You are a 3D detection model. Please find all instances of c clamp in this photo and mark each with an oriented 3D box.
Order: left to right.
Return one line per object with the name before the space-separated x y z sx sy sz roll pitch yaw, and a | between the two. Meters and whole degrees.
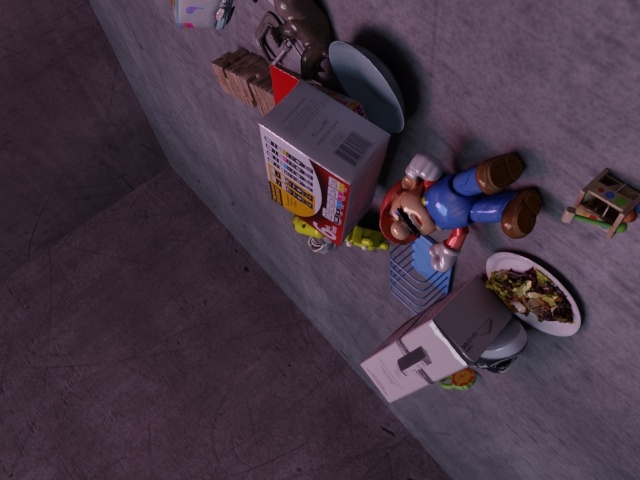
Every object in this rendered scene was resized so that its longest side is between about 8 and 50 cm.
c clamp | -0.099 -0.430 1.115 0.137 0.022 0.161 60 160 -15

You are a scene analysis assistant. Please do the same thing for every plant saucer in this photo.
plant saucer | 0.092 -0.276 0.881 0.195 0.037 0.195 49 174 6

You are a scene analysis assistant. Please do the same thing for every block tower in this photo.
block tower | -0.137 -0.375 1.224 0.335 0.091 0.097 38 160 37

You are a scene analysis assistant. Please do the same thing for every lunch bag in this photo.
lunch bag | -0.193 -0.512 0.841 0.224 0.108 0.279 164 105 -69

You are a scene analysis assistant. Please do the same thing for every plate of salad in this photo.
plate of salad | 0.383 0.106 0.928 0.200 0.048 0.200 46 163 19

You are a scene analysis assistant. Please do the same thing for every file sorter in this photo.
file sorter | 0.231 0.079 1.176 0.118 0.104 0.170 42 160 29

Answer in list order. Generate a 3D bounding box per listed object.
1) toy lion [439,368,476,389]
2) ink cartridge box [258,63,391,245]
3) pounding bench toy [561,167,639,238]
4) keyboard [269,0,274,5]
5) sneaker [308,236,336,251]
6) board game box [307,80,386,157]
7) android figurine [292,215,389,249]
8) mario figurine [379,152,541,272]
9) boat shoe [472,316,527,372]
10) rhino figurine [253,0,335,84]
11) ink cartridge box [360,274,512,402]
toy lion | 0.392 0.395 1.437 0.034 0.100 0.096 62 180 -26
ink cartridge box | -0.023 -0.159 1.020 0.272 0.130 0.309 35 162 12
pounding bench toy | 0.357 -0.036 0.632 0.065 0.083 0.052 43 161 30
keyboard | -0.104 -0.512 0.991 0.256 0.014 0.072 48 158 11
sneaker | 0.000 0.000 1.651 0.090 0.095 0.235 47 165 10
board game box | 0.042 -0.244 1.048 0.193 0.045 0.146 41 170 47
android figurine | 0.057 -0.020 1.320 0.273 0.056 0.248 17 -177 42
mario figurine | 0.202 -0.041 0.869 0.321 0.170 0.198 -10 83 63
boat shoe | 0.386 0.244 1.111 0.102 0.108 0.301 48 165 5
rhino figurine | -0.042 -0.396 0.914 0.243 0.106 0.073 59 -171 -25
ink cartridge box | 0.242 0.214 1.069 0.114 0.197 0.273 52 139 8
